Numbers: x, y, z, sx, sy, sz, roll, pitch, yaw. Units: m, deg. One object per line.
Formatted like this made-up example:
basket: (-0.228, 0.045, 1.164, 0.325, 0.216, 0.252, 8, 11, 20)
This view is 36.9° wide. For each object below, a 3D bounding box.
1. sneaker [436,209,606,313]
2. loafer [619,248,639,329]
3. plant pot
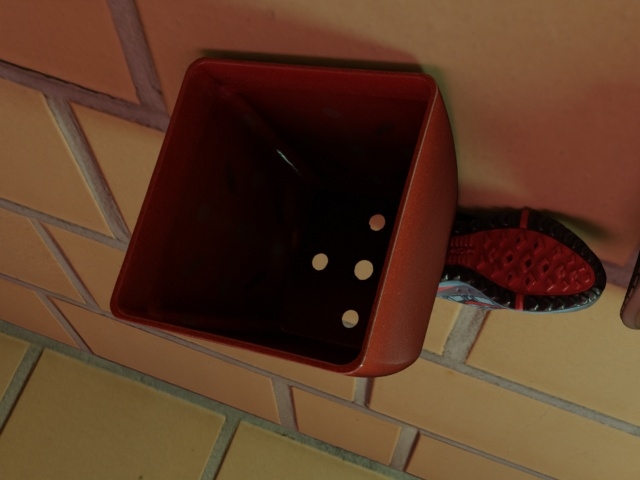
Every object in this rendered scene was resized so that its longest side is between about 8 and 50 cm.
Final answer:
sneaker: (0.196, 0.026, 1.048, 0.261, 0.104, 0.125, 9, 173, 39)
loafer: (0.332, 0.013, 0.842, 0.092, 0.102, 0.268, 19, 156, 15)
plant pot: (0.000, 0.000, 0.950, 0.267, 0.268, 0.235, 10, 166, 29)
